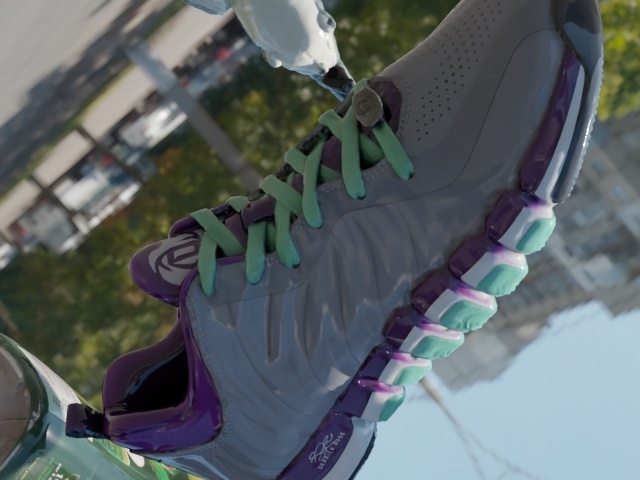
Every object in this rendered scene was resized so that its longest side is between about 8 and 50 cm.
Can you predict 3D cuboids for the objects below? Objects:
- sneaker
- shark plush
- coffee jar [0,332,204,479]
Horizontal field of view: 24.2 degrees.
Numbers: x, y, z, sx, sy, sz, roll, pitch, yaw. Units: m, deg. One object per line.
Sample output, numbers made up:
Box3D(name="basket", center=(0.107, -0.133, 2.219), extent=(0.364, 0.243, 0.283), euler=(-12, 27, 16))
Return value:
Box3D(name="sneaker", center=(0.000, 0.000, 0.474), extent=(0.223, 0.098, 0.083), euler=(-60, -151, 26))
Box3D(name="shark plush", center=(-0.010, -0.136, 0.842), extent=(0.073, 0.161, 0.067), euler=(-35, -148, 24))
Box3D(name="coffee jar", center=(-0.117, 0.116, 0.671), extent=(0.096, 0.079, 0.184), euler=(-44, 143, -1))
